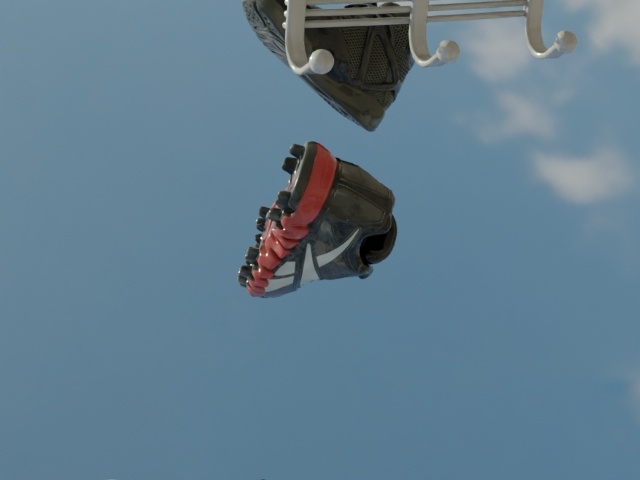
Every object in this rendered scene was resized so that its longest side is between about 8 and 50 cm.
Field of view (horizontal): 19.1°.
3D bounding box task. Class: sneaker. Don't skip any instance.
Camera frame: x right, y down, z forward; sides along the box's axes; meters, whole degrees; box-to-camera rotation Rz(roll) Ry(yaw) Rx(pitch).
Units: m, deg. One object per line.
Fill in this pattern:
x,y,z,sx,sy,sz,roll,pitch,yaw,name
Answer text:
0.018,-0.220,1.960,0.227,0.130,0.087,38,177,-40,sneaker
0.000,0.000,1.906,0.135,0.276,0.097,19,-117,-7,sneaker

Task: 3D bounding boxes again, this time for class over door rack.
0.093,-0.287,1.411,0.240,0.324,0.108,-6,-166,-27,over door rack

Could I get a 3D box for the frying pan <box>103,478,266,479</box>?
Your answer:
-0.109,0.225,1.427,0.053,0.326,0.197,-20,-129,-37,frying pan
